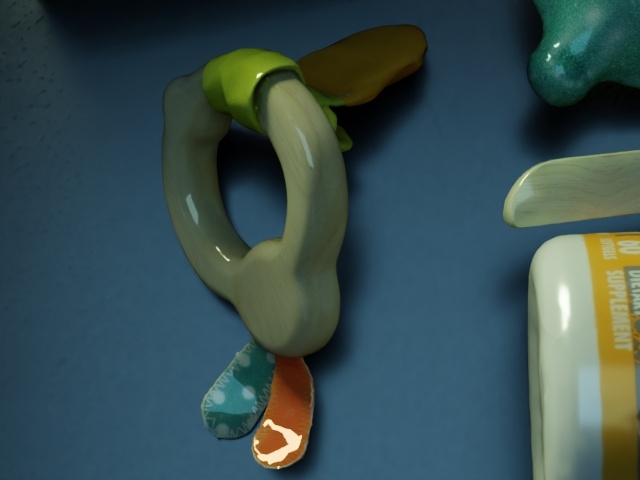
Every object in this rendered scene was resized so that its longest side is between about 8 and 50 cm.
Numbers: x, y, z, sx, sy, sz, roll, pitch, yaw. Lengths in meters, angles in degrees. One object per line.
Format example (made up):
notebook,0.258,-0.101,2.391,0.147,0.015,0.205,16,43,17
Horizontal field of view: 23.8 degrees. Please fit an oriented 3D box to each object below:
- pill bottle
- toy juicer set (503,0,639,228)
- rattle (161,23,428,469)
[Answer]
pill bottle,0.234,0.073,0.670,0.278,0.162,0.162,-2,76,5
toy juicer set,0.204,-0.132,0.773,0.209,0.089,0.329,14,74,-10
rattle,0.000,0.000,0.778,0.130,0.143,0.200,-16,90,34
